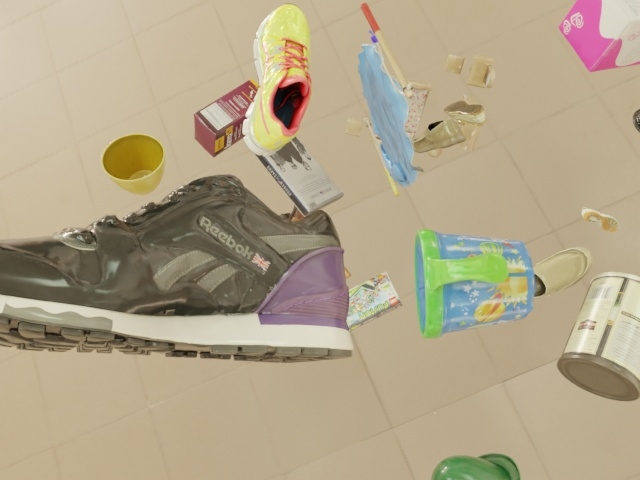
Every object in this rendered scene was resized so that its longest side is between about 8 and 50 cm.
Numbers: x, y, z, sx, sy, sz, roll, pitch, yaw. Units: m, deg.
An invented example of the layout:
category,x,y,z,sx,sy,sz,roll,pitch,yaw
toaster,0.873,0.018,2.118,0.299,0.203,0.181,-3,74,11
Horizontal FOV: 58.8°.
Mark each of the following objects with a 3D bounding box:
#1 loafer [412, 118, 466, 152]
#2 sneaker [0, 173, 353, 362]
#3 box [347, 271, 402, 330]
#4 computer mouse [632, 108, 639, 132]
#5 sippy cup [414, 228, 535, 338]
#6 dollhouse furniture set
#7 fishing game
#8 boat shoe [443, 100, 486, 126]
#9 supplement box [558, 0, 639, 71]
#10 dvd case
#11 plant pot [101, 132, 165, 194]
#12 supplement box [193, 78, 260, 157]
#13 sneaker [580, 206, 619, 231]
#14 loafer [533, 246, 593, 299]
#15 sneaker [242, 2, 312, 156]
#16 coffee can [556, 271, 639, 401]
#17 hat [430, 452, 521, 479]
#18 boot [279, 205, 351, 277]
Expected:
category,x,y,z,sx,sy,sz,roll,pitch,yaw
loafer,0.214,-0.193,1.043,0.056,0.148,0.050,-18,99,-20
sneaker,-0.103,0.012,0.374,0.107,0.283,0.124,-18,66,48
box,0.135,0.192,1.744,0.207,0.036,0.114,-27,65,6
computer mouse,0.516,-0.113,0.698,0.184,0.060,0.262,-35,74,-35
sippy cup,0.321,0.087,1.203,0.224,0.305,0.240,-3,112,5
dollhouse furniture set,0.264,-0.380,1.574,0.356,0.174,0.303,13,120,2
fishing game,0.092,-0.158,0.720,0.041,0.264,0.189,-19,67,-2
boat shoe,0.328,-0.285,1.296,0.050,0.045,0.135,-34,26,-3
supplement box,0.536,-0.370,0.948,0.220,0.111,0.114,-14,66,-20
dvd case,-0.060,-0.184,1.499,0.238,0.179,0.029,52,127,6
plant pot,-0.403,-0.155,1.256,0.134,0.095,0.134,1,57,-2
supplement box,-0.221,-0.308,1.427,0.081,0.104,0.188,45,64,10
sneaker,0.569,-0.046,1.157,0.083,0.037,0.032,25,115,-11
loafer,0.628,0.108,1.576,0.268,0.092,0.102,-34,76,15
sneaker,-0.041,-0.217,0.752,0.081,0.094,0.208,10,84,-31
coffee can,0.773,0.251,1.499,0.201,0.201,0.275,26,67,17
hat,0.174,0.342,0.845,0.183,0.208,0.173,41,75,-5
boot,0.000,0.000,1.720,0.264,0.096,0.280,-38,80,23
